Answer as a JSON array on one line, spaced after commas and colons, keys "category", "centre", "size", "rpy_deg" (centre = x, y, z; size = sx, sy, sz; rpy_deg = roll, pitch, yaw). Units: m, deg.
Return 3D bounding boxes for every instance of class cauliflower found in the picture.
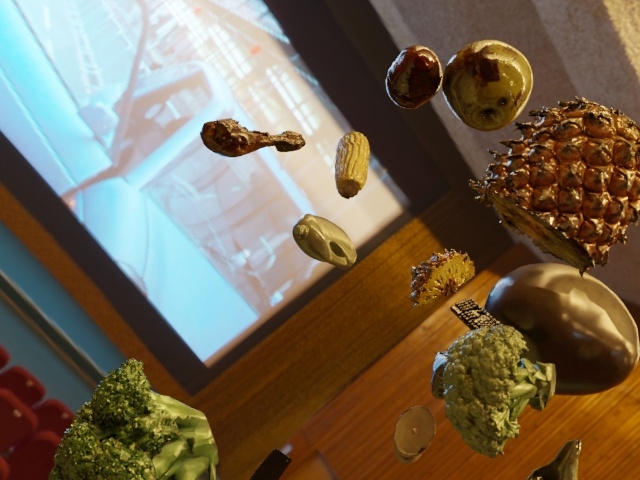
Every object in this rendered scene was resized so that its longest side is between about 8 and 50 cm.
[{"category": "cauliflower", "centre": [0.389, 0.321, 1.575], "size": [0.275, 0.251, 0.272], "rpy_deg": [102, -17, -77]}]

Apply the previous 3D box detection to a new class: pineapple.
[{"category": "pineapple", "centre": [0.352, 0.080, 2.303], "size": [0.164, 0.250, 0.139], "rpy_deg": [47, -28, 48]}, {"category": "pineapple", "centre": [0.520, -0.127, 1.556], "size": [0.352, 0.300, 0.352], "rpy_deg": [34, -5, 3]}]

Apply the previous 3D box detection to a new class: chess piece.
[{"category": "chess piece", "centre": [0.279, 0.612, 2.263], "size": [0.307, 0.124, 0.138], "rpy_deg": [84, 0, -64]}]

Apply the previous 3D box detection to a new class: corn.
[{"category": "corn", "centre": [0.060, -0.147, 1.426], "size": [0.072, 0.072, 0.203], "rpy_deg": [53, 22, -24]}]

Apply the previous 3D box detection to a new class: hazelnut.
[{"category": "hazelnut", "centre": [0.303, -0.527, 2.365], "size": [0.178, 0.178, 0.204], "rpy_deg": [47, -28, 25]}]

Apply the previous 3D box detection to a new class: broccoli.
[{"category": "broccoli", "centre": [-0.358, 0.451, 1.421], "size": [0.310, 0.321, 0.413], "rpy_deg": [-7, 72, -56]}]

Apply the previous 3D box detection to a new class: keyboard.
[{"category": "keyboard", "centre": [0.404, 0.210, 1.793], "size": [0.231, 0.072, 0.023], "rpy_deg": [48, -24, 51]}]

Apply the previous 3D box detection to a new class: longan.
[{"category": "longan", "centre": [0.621, 0.235, 1.938], "size": [0.405, 0.336, 0.404], "rpy_deg": [28, 3, -2]}]

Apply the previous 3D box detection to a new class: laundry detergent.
[{"category": "laundry detergent", "centre": [0.000, 0.000, 2.210], "size": [0.253, 0.091, 0.181], "rpy_deg": [21, 33, -57]}]

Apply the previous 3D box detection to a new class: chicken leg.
[{"category": "chicken leg", "centre": [-0.157, -0.243, 1.810], "size": [0.305, 0.093, 0.113], "rpy_deg": [-1, 20, -42]}]

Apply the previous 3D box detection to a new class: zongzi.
[{"category": "zongzi", "centre": [0.358, 0.316, 2.013], "size": [0.082, 0.178, 0.189], "rpy_deg": [14, 32, 2]}]

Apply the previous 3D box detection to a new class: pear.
[{"category": "pear", "centre": [0.508, -0.474, 2.263], "size": [0.283, 0.284, 0.283], "rpy_deg": [49, -6, 7]}]

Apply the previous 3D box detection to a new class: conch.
[{"category": "conch", "centre": [0.416, 0.487, 1.326], "size": [0.137, 0.233, 0.114], "rpy_deg": [-12, -44, 30]}]

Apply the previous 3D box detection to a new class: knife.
[{"category": "knife", "centre": [-0.180, 0.723, 2.161], "size": [0.072, 0.245, 0.019], "rpy_deg": [35, -5, 3]}]
